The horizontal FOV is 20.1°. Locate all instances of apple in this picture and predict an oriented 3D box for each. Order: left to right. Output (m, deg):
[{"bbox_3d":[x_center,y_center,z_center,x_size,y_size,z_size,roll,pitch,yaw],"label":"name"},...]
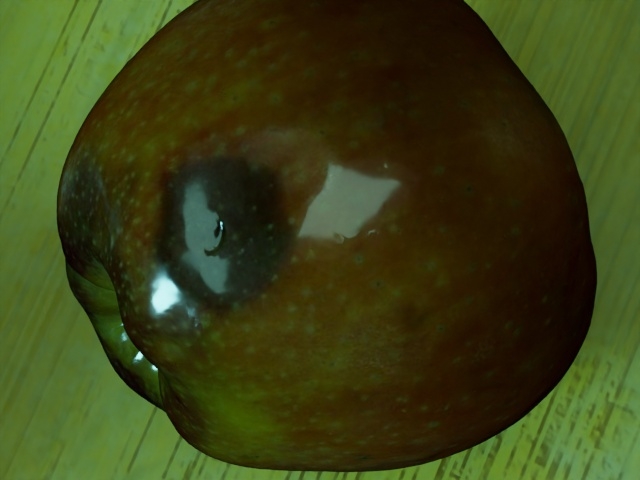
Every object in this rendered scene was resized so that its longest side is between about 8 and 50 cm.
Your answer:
[{"bbox_3d":[0.000,0.000,0.783,0.230,0.230,0.230,-2,77,7],"label":"apple"}]
